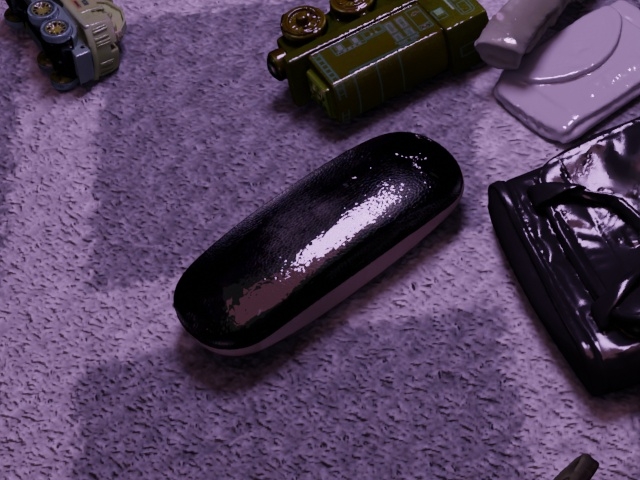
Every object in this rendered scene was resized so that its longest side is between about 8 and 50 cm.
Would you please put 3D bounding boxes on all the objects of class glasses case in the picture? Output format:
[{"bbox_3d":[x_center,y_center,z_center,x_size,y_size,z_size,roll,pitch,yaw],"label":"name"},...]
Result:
[{"bbox_3d":[0.000,0.000,1.704,0.314,0.075,0.122,-36,51,-18],"label":"glasses case"}]

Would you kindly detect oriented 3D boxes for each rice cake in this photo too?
[{"bbox_3d":[0.246,-0.263,1.874,0.057,0.052,0.256,9,44,36],"label":"rice cake"}]

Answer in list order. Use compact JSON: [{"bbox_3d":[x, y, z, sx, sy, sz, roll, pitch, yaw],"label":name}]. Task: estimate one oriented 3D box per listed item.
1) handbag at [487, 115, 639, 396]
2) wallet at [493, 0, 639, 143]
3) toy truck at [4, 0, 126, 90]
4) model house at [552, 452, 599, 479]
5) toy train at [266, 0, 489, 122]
[{"bbox_3d":[0.298,-0.001,1.626,0.244,0.088,0.275,-22,48,0],"label":"handbag"},{"bbox_3d":[0.275,-0.177,1.823,0.183,0.032,0.124,-33,50,-16],"label":"wallet"},{"bbox_3d":[-0.282,-0.258,2.009,0.116,0.085,0.191,-23,49,-19],"label":"toy truck"},{"bbox_3d":[0.207,0.340,1.322,0.278,0.218,0.205,45,24,8],"label":"model house"},{"bbox_3d":[0.060,-0.208,1.870,0.225,0.090,0.137,-28,51,-11],"label":"toy train"}]
